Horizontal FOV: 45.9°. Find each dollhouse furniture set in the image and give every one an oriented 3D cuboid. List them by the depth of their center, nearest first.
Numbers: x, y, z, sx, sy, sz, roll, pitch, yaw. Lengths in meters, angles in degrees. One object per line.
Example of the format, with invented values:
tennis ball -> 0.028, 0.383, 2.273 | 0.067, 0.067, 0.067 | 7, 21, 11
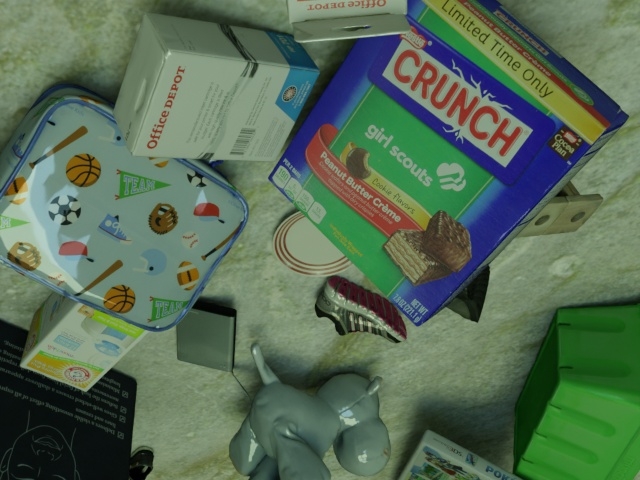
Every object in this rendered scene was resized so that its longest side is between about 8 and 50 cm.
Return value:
dollhouse furniture set -> 0.250, -0.039, 1.011 | 0.128, 0.129, 0.184 | -5, 143, -29

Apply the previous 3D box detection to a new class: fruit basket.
fruit basket -> 0.547, 0.293, 1.299 | 0.391, 0.283, 0.392 | 8, 132, 9

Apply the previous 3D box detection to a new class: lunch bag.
lunch bag -> -0.246, -0.038, 0.938 | 0.303, 0.115, 0.243 | 31, 92, -32

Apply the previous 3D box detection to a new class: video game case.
video game case -> 0.300, 0.496, 1.438 | 0.299, 0.036, 0.329 | 26, 149, 11

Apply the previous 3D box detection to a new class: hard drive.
hard drive -> -0.182, 0.150, 1.200 | 0.094, 0.022, 0.135 | 12, 132, 5

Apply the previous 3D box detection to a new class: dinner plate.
dinner plate -> 0.000, 0.000, 1.104 | 0.141, 0.017, 0.141 | -4, 132, -4

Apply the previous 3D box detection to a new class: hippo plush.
hippo plush -> -0.014, 0.326, 1.303 | 0.236, 0.294, 0.234 | -10, 159, -34

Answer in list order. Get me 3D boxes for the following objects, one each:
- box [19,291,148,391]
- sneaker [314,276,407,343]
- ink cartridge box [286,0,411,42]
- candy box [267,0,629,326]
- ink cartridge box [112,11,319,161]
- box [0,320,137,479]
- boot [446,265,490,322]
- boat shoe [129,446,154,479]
box -> -0.334, 0.115, 1.108 | 0.114, 0.103, 0.203 | 32, 122, -30
sneaker -> 0.060, 0.122, 1.195 | 0.170, 0.063, 0.075 | 30, 122, -24
ink cartridge box -> 0.020, -0.269, 0.734 | 0.115, 0.198, 0.067 | -7, 133, -2
candy box -> 0.131, -0.105, 0.864 | 0.268, 0.122, 0.317 | 45, 122, 12
ink cartridge box -> -0.118, -0.166, 0.850 | 0.190, 0.082, 0.140 | 0, 136, -36
box -> -0.463, 0.362, 1.121 | 0.293, 0.396, 0.212 | 34, 119, -31
boot -> 0.162, 0.054, 1.132 | 0.161, 0.084, 0.246 | 11, 168, 22
boat shoe -> -0.361, 0.448, 1.457 | 0.048, 0.042, 0.133 | 20, 128, -26
